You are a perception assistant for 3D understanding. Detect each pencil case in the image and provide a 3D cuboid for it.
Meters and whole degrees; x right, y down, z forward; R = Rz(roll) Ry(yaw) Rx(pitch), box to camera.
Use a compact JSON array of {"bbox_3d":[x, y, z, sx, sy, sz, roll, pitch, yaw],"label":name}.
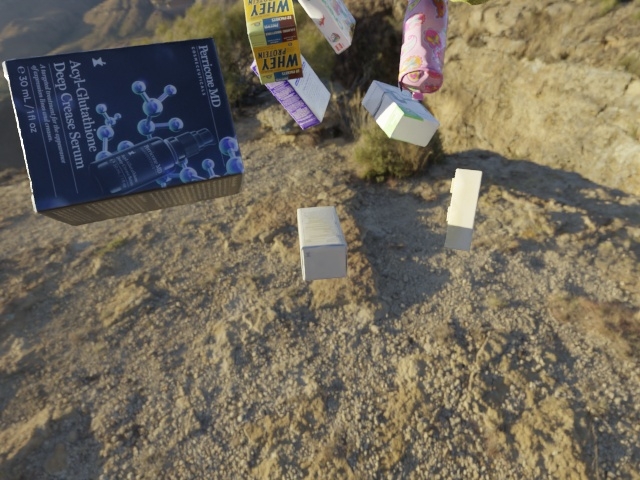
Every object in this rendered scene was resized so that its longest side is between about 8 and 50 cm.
[{"bbox_3d":[0.276,-0.526,1.170,0.124,0.124,0.285,2,73,16],"label":"pencil case"}]

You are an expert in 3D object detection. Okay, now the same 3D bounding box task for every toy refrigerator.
[{"bbox_3d":[0.490,-0.103,1.516,0.094,0.270,0.102,10,5,19],"label":"toy refrigerator"}]

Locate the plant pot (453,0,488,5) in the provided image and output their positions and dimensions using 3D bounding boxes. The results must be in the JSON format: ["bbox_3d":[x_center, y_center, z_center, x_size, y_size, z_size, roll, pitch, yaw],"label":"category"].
[{"bbox_3d":[0.377,-0.705,1.000,0.275,0.254,0.276,2,71,-5],"label":"plant pot"}]

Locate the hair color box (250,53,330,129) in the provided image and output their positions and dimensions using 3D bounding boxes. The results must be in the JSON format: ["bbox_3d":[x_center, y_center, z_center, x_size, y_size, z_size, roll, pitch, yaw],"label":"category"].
[{"bbox_3d":[-0.109,-0.638,1.762,0.110,0.339,0.185,-11,49,35],"label":"hair color box"}]

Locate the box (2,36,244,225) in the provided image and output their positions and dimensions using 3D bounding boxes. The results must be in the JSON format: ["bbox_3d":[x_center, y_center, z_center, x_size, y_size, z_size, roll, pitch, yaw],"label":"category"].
[{"bbox_3d":[-0.388,-0.222,0.936,0.395,0.294,0.212,-14,-2,-14],"label":"box"}]

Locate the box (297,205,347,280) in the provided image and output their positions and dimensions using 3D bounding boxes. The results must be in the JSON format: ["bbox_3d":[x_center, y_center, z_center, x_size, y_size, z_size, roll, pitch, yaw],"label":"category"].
[{"bbox_3d":[0.000,0.000,1.464,0.147,0.121,0.311,-3,26,-2],"label":"box"}]

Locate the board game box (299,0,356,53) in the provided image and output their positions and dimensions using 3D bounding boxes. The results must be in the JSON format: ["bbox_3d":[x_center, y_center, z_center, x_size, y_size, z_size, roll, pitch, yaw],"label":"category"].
[{"bbox_3d":[-0.013,-0.695,1.225,0.053,0.305,0.193,-25,36,31],"label":"board game box"}]

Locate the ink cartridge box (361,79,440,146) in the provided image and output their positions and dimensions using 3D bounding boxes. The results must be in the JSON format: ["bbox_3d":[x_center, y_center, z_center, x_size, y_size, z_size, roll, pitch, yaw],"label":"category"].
[{"bbox_3d":[0.319,-0.516,1.771,0.198,0.115,0.273,4,42,-32],"label":"ink cartridge box"}]

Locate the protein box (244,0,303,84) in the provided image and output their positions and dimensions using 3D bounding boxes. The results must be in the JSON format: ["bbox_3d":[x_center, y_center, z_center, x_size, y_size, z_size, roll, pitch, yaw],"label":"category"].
[{"bbox_3d":[-0.139,-0.620,1.308,0.135,0.200,0.201,-10,67,0],"label":"protein box"}]
